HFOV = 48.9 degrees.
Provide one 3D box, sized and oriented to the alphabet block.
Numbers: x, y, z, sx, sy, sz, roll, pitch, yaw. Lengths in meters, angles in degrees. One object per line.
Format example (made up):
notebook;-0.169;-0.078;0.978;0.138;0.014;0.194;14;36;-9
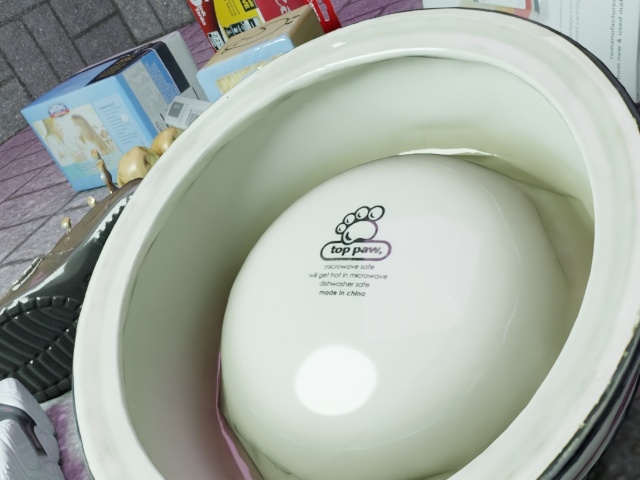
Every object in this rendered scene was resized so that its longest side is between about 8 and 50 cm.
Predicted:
alphabet block;-0.077;-0.284;1.284;0.192;0.193;0.197;-15;28;20

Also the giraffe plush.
giraffe plush;-0.232;-0.061;1.049;0.170;0.181;0.210;-16;3;39

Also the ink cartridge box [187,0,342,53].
ink cartridge box;-0.103;-0.437;1.452;0.272;0.309;0.130;3;39;47

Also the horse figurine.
horse figurine;-0.319;-0.025;1.111;0.066;0.174;0.263;-17;41;13

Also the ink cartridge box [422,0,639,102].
ink cartridge box;0.342;-0.318;0.866;0.279;0.160;0.384;-22;31;-18

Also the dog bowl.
dog bowl;0.030;0.039;0.499;0.408;0.150;0.408;-18;51;24

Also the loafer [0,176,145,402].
loafer;-0.298;0.062;0.884;0.366;0.134;0.130;-42;26;2

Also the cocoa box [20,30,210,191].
cocoa box;-0.440;-0.280;1.578;0.347;0.231;0.228;-7;33;36

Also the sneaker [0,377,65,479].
sneaker;-0.341;0.241;0.688;0.153;0.101;0.268;-35;21;-13

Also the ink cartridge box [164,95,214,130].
ink cartridge box;-0.108;-0.153;1.102;0.189;0.232;0.066;26;90;58
